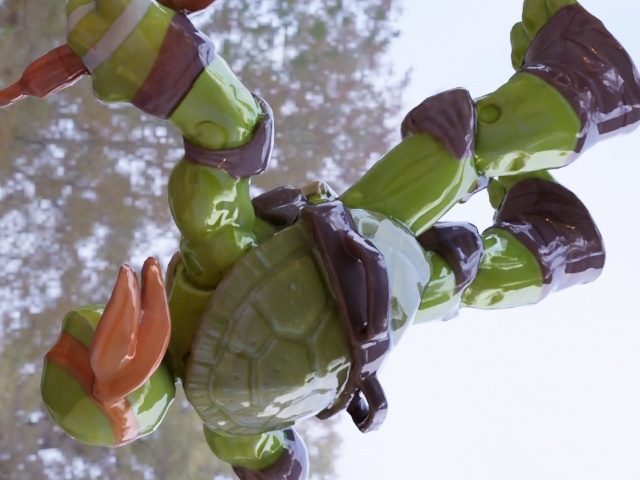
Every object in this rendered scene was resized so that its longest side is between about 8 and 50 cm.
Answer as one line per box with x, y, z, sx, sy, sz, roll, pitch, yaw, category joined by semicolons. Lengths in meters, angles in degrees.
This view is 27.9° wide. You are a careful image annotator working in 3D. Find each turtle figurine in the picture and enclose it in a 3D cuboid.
0.000;0.000;0.382;0.087;0.217;0.269;32;-40;46;turtle figurine
